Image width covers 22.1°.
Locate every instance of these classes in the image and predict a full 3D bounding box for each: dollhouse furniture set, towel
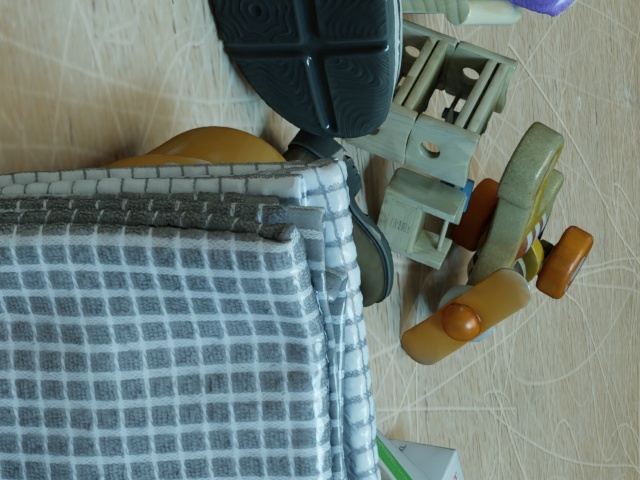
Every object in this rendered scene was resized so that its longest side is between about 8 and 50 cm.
[{"bbox_3d":[0.097,-0.095,1.624,0.184,0.129,0.129,102,14,-48],"label":"dollhouse furniture set"},{"bbox_3d":[-0.113,0.077,1.026,0.121,0.283,0.235,-51,139,-69],"label":"towel"}]

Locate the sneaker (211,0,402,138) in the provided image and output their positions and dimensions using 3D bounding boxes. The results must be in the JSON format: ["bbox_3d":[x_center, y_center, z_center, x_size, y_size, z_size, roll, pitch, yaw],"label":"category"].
[{"bbox_3d":[0.018,-0.323,1.346,0.257,0.169,0.447,-49,134,-46],"label":"sneaker"}]

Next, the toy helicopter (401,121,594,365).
[{"bbox_3d":[0.185,0.001,1.679,0.235,0.140,0.355,-53,166,-23],"label":"toy helicopter"}]

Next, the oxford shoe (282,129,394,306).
[{"bbox_3d":[0.000,0.000,1.487,0.096,0.083,0.227,-52,141,-19],"label":"oxford shoe"}]

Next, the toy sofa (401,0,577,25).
[{"bbox_3d":[0.152,-0.391,1.590,0.150,0.177,0.363,-14,107,-62],"label":"toy sofa"}]

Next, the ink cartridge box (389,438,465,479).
[{"bbox_3d":[0.100,0.331,1.708,0.148,0.086,0.203,-58,143,-41],"label":"ink cartridge box"}]

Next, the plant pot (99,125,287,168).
[{"bbox_3d":[-0.092,0.012,1.186,0.188,0.205,0.205,-69,153,-61],"label":"plant pot"}]

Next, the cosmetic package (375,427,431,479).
[{"bbox_3d":[0.044,0.271,1.393,0.155,0.197,0.365,-43,139,2],"label":"cosmetic package"}]

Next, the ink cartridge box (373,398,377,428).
[{"bbox_3d":[0.011,0.207,1.587,0.145,0.045,0.179,55,29,-51],"label":"ink cartridge box"}]
